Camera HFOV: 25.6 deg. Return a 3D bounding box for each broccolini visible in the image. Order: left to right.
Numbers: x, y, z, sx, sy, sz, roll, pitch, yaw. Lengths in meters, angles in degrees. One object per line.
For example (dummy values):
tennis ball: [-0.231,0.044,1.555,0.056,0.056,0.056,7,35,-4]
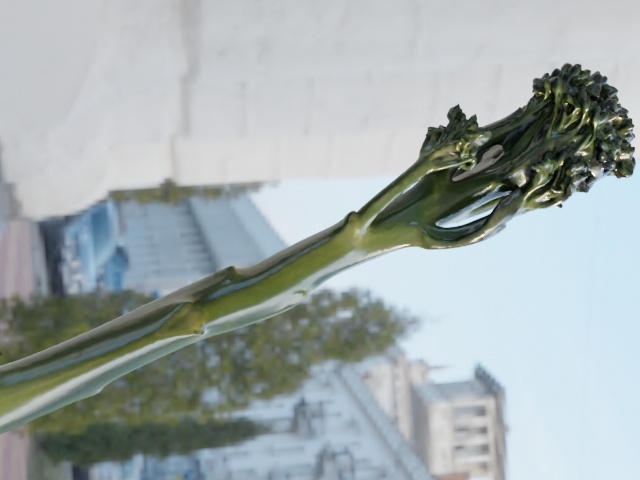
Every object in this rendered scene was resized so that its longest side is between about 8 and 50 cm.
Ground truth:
broccolini: [-0.003,-0.003,0.713,0.079,0.392,0.074,12,-58,61]
